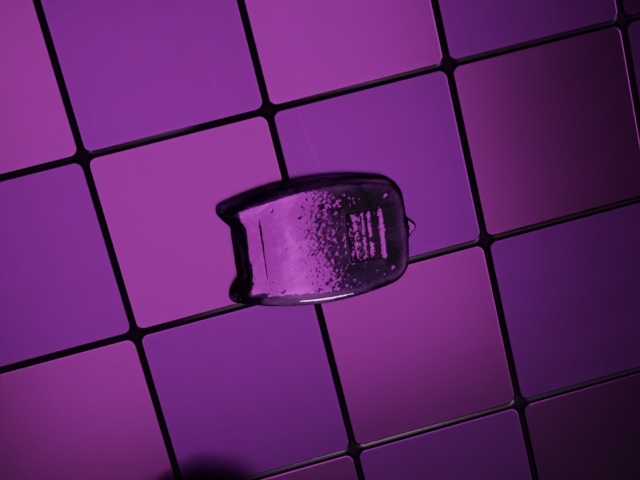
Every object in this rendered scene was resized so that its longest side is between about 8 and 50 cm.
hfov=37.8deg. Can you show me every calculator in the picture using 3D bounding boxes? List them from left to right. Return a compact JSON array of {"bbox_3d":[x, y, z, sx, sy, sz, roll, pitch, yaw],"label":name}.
[{"bbox_3d":[0.000,0.000,1.267,0.268,0.040,0.177,-11,104,-10],"label":"calculator"}]
